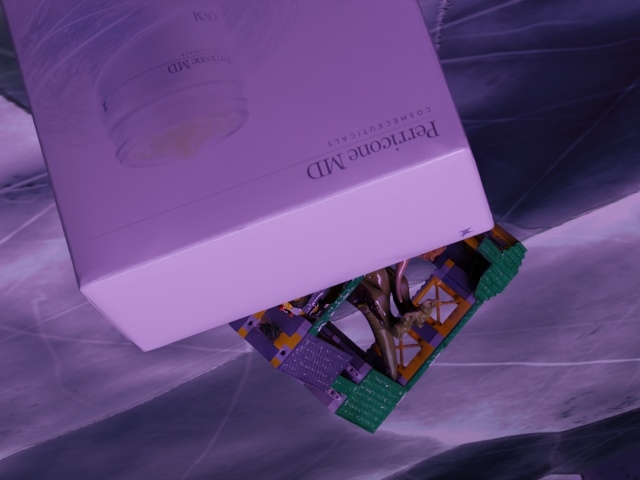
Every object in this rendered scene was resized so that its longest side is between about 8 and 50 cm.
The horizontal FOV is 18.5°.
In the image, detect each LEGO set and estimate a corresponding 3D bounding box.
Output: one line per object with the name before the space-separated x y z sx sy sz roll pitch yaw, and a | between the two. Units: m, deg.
LEGO set | 0.000 0.000 1.560 0.255 0.192 0.331 -54 155 9

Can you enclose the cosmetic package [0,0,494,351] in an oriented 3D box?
cosmetic package | -0.045 -0.087 1.129 0.224 0.225 0.138 -20 160 4
